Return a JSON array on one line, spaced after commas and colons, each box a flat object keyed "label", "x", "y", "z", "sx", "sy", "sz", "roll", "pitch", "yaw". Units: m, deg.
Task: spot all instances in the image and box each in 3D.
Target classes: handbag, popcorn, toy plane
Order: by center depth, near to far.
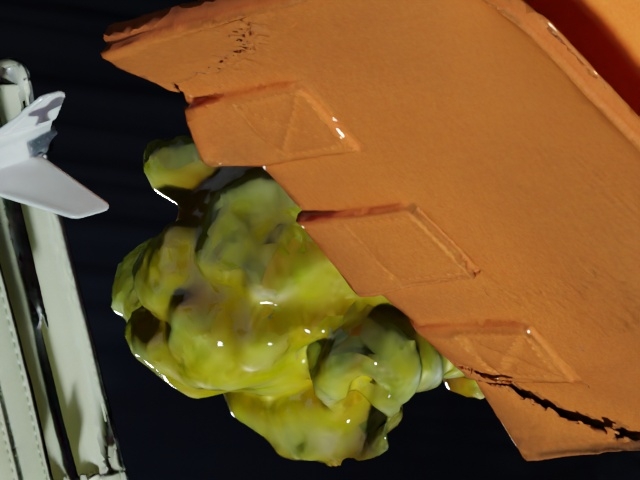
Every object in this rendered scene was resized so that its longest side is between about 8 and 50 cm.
[{"label": "toy plane", "x": -0.233, "y": -0.035, "z": 1.059, "sx": 0.160, "sy": 0.234, "sz": 0.082, "roll": 118, "pitch": -41, "yaw": -54}, {"label": "handbag", "x": 0.114, "y": -0.034, "z": 1.089, "sx": 0.303, "sy": 0.410, "sz": 0.116, "roll": -8, "pitch": -134, "yaw": 49}, {"label": "popcorn", "x": -0.010, "y": -0.006, "z": 1.492, "sx": 0.290, "sy": 0.321, "sz": 0.326, "roll": 91, "pitch": 19, "yaw": -49}, {"label": "handbag", "x": -0.308, "y": 0.055, "z": 1.493, "sx": 0.160, "sy": 0.236, "sz": 0.358, "roll": -10, "pitch": 86, "yaw": -75}]
